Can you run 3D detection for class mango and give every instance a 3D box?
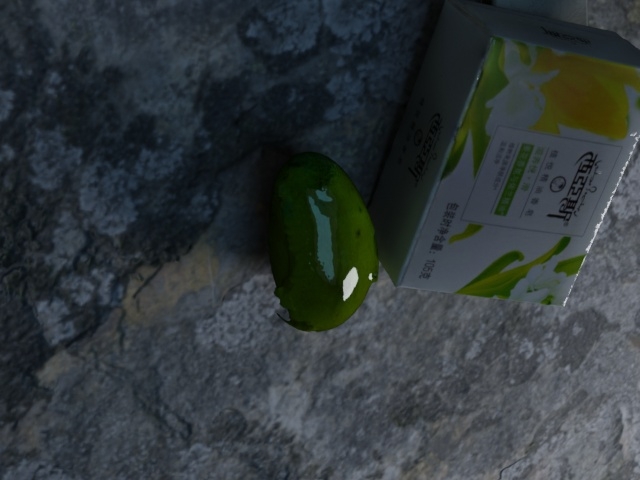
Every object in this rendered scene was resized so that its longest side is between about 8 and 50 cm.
[{"bbox_3d":[0.001,0.000,1.268,0.100,0.119,0.178,-8,124,0],"label":"mango"}]

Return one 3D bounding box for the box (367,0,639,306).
[{"bbox_3d":[0.176,-0.079,1.315,0.195,0.111,0.260,6,115,-25],"label":"box"}]

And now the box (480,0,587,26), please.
[{"bbox_3d":[0.210,-0.184,1.359,0.109,0.029,0.198,-22,125,-21],"label":"box"}]
